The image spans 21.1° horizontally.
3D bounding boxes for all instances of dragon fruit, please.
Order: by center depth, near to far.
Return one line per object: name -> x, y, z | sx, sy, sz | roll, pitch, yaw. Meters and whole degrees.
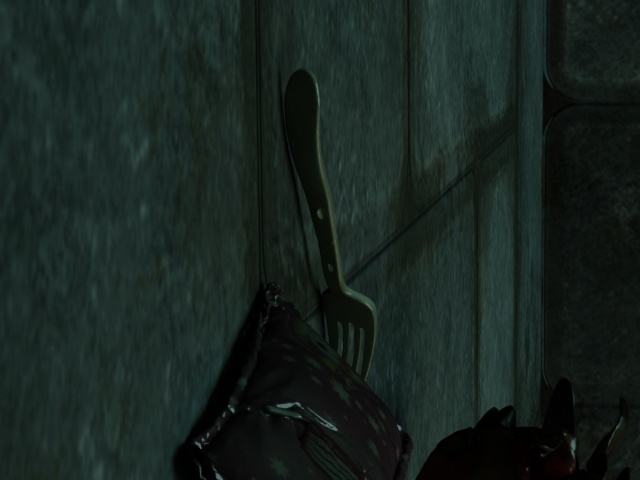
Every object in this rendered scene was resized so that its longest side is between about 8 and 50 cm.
dragon fruit -> 0.140, 0.221, 1.235 | 0.192, 0.193, 0.274 | 37, 49, -40

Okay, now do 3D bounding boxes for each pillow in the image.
pillow -> -0.005, 0.097, 0.781 | 0.118, 0.043, 0.185 | 46, 20, -9

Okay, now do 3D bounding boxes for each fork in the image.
fork -> 0.004, -0.004, 0.944 | 0.028, 0.034, 0.219 | -45, 140, -36
